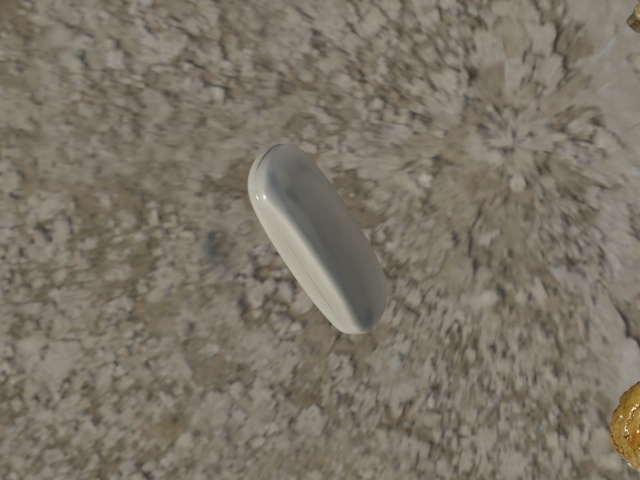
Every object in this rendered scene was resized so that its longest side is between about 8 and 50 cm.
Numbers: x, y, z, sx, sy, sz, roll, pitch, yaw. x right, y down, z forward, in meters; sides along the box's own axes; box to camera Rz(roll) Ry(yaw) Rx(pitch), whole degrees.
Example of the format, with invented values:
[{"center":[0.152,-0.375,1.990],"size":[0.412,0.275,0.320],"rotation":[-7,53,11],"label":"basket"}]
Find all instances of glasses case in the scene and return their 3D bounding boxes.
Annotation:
[{"center":[0.000,0.000,1.276],"size":[0.049,0.076,0.197],"rotation":[-10,125,40],"label":"glasses case"}]

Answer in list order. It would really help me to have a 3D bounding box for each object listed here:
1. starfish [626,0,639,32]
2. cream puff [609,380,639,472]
[{"center":[0.326,-0.284,1.346],"size":[0.050,0.247,0.138],"rotation":[-1,82,-9],"label":"starfish"},{"center":[0.390,0.218,1.396],"size":[0.183,0.183,0.169],"rotation":[-21,52,9],"label":"cream puff"}]
